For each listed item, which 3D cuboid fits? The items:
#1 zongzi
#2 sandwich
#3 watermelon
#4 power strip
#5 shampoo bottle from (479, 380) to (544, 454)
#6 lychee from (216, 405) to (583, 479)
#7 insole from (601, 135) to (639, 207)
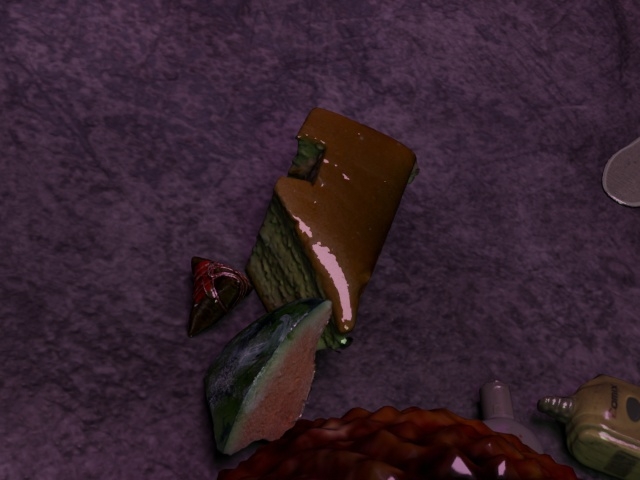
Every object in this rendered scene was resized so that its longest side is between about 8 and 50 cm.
[{"bbox_3d":[-0.091,0.046,1.458,0.067,0.073,0.083,34,44,-15],"label":"zongzi"},{"bbox_3d":[0.000,0.000,1.502,0.128,0.122,0.236,25,45,-2],"label":"sandwich"},{"bbox_3d":[-0.049,0.112,1.399,0.080,0.155,0.101,23,6,-38],"label":"watermelon"},{"bbox_3d":[0.393,0.216,1.508,0.387,0.066,0.092,19,43,-5],"label":"power strip"},{"bbox_3d":[0.172,0.206,1.442,0.080,0.040,0.165,9,48,-13],"label":"shampoo bottle"},{"bbox_3d":[0.034,0.309,1.039,0.500,0.424,0.425,44,43,-14],"label":"lychee"},{"bbox_3d":[0.399,-0.103,1.842,0.080,0.003,0.232,35,46,11],"label":"insole"}]
